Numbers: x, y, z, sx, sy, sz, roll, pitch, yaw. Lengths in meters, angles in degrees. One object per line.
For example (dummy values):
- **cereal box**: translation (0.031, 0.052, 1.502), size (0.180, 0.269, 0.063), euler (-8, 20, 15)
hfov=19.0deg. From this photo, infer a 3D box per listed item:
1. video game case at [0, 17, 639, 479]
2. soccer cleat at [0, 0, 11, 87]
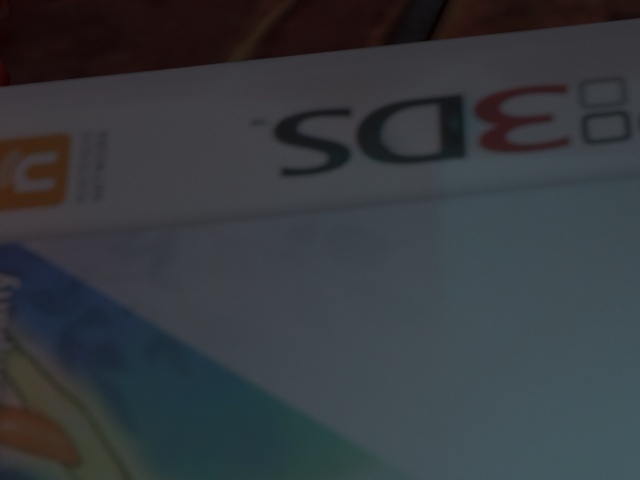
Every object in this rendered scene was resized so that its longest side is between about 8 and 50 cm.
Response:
- **video game case**: translation (0.061, 0.094, 0.321), size (0.300, 0.036, 0.329), euler (-6, 55, 8)
- **soccer cleat**: translation (-0.158, -0.032, 0.581), size (0.095, 0.083, 0.248), euler (-4, 47, 9)
